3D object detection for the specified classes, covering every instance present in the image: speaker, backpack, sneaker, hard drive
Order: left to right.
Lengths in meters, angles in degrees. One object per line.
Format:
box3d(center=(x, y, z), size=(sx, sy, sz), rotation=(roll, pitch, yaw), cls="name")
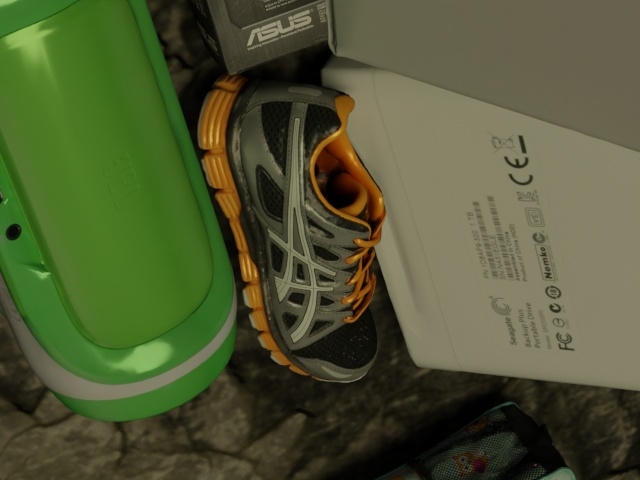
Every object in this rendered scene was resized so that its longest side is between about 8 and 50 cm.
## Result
box3d(center=(-0.132, -0.049, 0.835), size=(0.131, 0.131, 0.296), rotation=(-21, 126, -8), cls="speaker")
box3d(center=(0.000, 0.000, 0.927), size=(0.083, 0.084, 0.215), rotation=(-2, 131, 24), cls="sneaker")
box3d(center=(0.088, 0.224, 1.086), size=(0.188, 0.144, 0.166), rotation=(-20, 131, -5), cls="backpack")
box3d(center=(0.192, -0.007, 0.897), size=(0.353, 0.047, 0.233), rotation=(4, 132, 29), cls="hard drive")

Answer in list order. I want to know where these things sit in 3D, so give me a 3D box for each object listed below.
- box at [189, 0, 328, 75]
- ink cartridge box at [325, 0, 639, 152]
box3d(center=(0.028, -0.209, 0.840), size=(0.231, 0.056, 0.183), rotation=(-22, 125, -8), cls="box")
box3d(center=(0.232, -0.170, 0.734), size=(0.395, 0.285, 0.166), rotation=(-16, 114, -30), cls="ink cartridge box")
